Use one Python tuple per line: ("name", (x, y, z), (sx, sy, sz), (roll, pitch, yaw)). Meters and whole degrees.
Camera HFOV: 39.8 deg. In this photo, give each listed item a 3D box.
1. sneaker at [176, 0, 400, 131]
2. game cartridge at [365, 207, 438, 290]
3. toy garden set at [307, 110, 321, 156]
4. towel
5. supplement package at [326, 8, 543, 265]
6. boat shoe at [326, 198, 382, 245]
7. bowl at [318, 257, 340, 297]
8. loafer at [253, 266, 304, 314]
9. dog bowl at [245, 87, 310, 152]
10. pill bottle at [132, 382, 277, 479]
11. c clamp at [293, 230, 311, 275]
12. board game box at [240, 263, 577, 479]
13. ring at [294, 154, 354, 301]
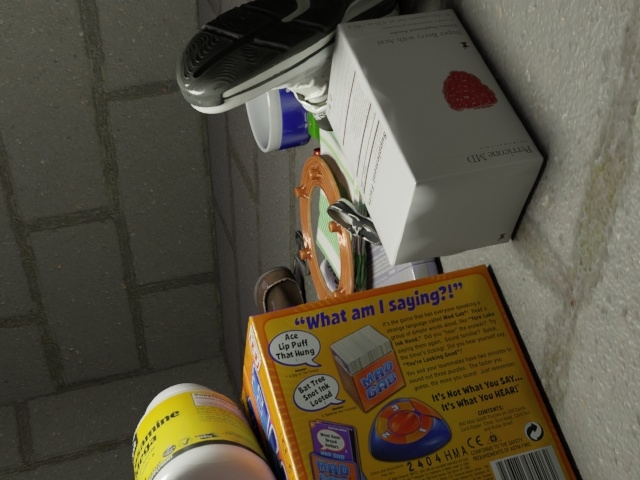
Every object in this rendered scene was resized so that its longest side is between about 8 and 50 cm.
("sneaker", (-0.015, -0.240, 1.324), (0.169, 0.447, 0.257), (24, 138, 32))
("game cartridge", (0.118, 0.004, 1.620), (0.355, 0.068, 0.230), (139, 114, -73))
("toy garden set", (0.035, -0.194, 1.812), (0.244, 0.049, 0.203), (-129, 32, -59))
("towel", (0.035, -0.074, 1.697), (0.248, 0.038, 0.325), (-120, 24, -54))
("supplement package", (0.139, -0.143, 1.183), (0.175, 0.177, 0.293), (99, 155, -52))
("boat shoe", (0.062, -0.028, 1.549), (0.125, 0.038, 0.046), (43, 142, 26))
("bowl", (0.035, 0.097, 1.958), (0.170, 0.080, 0.170), (168, 90, -76))
("loafer", (-0.082, 0.233, 2.454), (0.130, 0.134, 0.366), (44, 154, 51))
("dog bowl", (-0.107, -0.349, 2.114), (0.265, 0.104, 0.265), (168, 90, -76))
("pill bottle", (-0.180, 0.333, 1.304), (0.334, 0.188, 0.188), (-146, 47, -71))
("c clamp", (-0.048, 0.046, 2.364), (0.161, 0.022, 0.137), (-138, 44, -69))
("board game box", (0.101, 0.300, 1.304), (0.356, 0.356, 0.356), (103, 152, -60))
("ring", (0.000, 0.000, 1.750), (0.336, 0.032, 0.336), (170, 90, -76))
